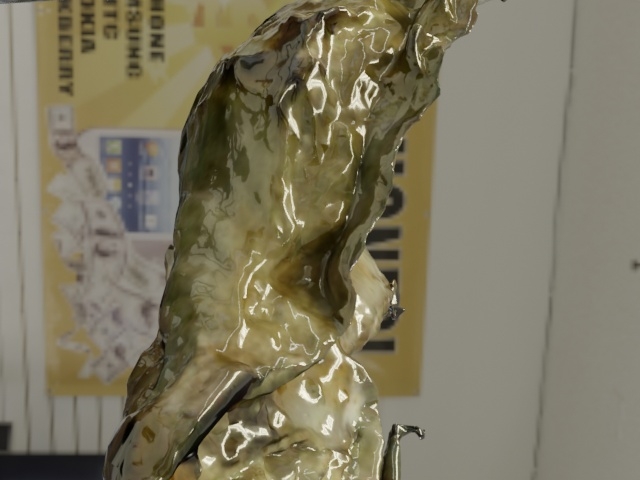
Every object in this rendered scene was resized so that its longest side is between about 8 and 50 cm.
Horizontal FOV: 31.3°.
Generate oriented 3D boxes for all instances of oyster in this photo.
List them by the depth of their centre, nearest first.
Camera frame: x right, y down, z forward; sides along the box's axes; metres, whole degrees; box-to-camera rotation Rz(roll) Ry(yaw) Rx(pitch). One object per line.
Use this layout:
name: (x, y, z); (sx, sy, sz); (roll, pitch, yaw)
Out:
oyster: (-0.002, 0.004, 0.499); (0.198, 0.133, 0.337); (90, 13, -53)

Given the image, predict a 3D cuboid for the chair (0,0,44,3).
chair: (-0.339, -0.260, 0.618); (0.365, 0.410, 0.362); (-25, 104, -59)
